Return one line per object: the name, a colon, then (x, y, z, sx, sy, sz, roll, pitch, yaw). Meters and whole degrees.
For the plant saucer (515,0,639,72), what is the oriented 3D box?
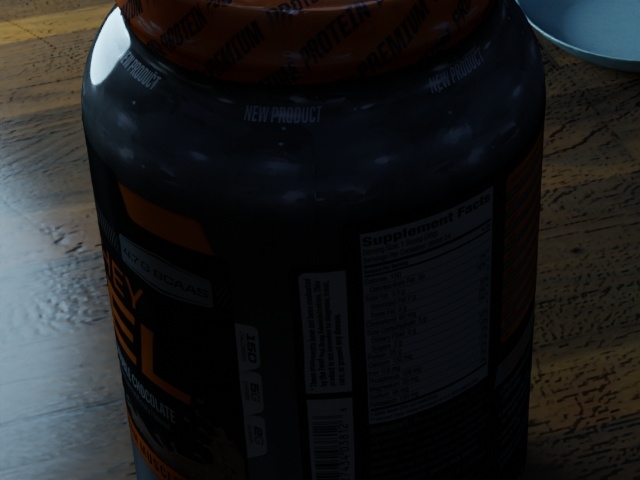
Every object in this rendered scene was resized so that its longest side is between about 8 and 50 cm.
plant saucer: (0.243, -0.170, 1.237, 0.195, 0.037, 0.195, -2, 37, 2)

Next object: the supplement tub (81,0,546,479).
supplement tub: (0.000, 0.000, 0.778, 0.207, 0.338, 0.207, -2, 36, 1)
